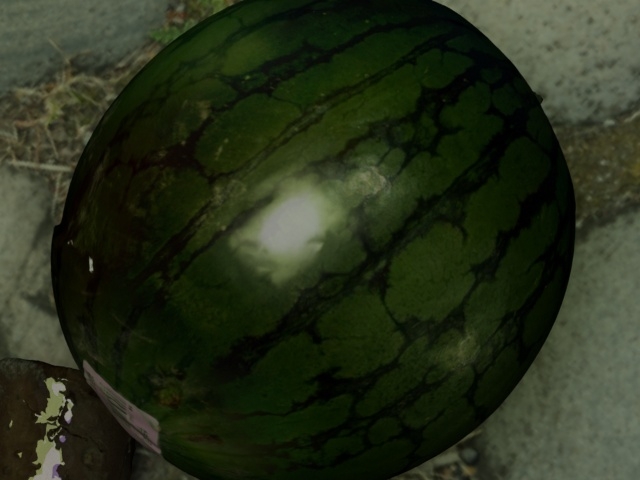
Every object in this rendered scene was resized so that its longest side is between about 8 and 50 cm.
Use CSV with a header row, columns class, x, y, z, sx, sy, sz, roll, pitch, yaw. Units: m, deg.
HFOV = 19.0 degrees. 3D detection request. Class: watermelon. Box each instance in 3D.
class,x,y,z,sx,sy,sz,roll,pitch,yaw
watermelon,0.000,0.000,1.289,0.363,0.363,0.363,-1,81,8

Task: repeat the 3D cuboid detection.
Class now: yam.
class,x,y,z,sx,sy,sz,roll,pitch,yaw
yam,-0.205,0.232,1.386,0.131,0.131,0.280,8,80,9
